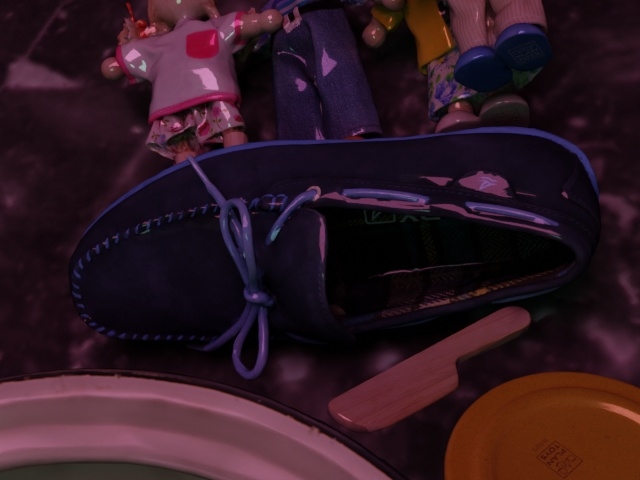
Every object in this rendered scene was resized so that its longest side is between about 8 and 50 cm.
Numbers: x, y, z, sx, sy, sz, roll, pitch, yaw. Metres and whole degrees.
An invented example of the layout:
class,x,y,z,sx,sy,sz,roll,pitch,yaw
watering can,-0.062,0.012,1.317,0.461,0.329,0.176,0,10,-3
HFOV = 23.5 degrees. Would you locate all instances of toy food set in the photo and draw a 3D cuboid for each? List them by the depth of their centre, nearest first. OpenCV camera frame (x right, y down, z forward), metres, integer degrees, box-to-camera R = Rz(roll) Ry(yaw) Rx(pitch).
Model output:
class,x,y,z,sx,sy,sz,roll,pitch,yaw
toy food set,0.116,0.128,0.661,0.218,0.071,0.128,37,49,27

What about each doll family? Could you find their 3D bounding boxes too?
class,x,y,z,sx,sy,sz,roll,pitch,yaw
doll family,0.020,-0.113,0.811,0.263,0.118,0.163,-21,62,22

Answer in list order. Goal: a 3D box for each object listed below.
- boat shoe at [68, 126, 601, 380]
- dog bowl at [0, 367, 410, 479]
class,x,y,z,sx,sy,sz,roll,pitch,yaw
boat shoe,0.000,0.000,0.719,0.258,0.109,0.089,-16,29,11
dog bowl,-0.094,0.261,0.573,0.408,0.150,0.408,-6,59,9
